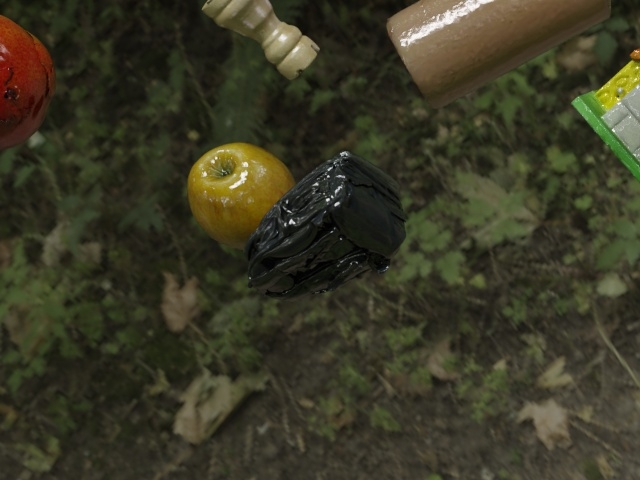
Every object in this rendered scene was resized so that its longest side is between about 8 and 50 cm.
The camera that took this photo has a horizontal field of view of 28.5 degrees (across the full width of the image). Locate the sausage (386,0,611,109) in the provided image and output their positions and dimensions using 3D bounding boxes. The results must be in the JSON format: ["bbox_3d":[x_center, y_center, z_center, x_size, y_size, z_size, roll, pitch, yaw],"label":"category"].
[{"bbox_3d":[0.210,-0.255,1.407,0.253,0.123,0.123,-28,48,12],"label":"sausage"}]

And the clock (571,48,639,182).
[{"bbox_3d":[0.403,-0.129,1.138,0.255,0.106,0.219,-43,79,28],"label":"clock"}]

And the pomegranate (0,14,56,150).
[{"bbox_3d":[-0.489,-0.235,1.834,0.210,0.210,0.235,-29,34,11],"label":"pomegranate"}]

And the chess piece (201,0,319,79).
[{"bbox_3d":[-0.059,-0.224,1.315,0.066,0.122,0.066,-45,13,14],"label":"chess piece"}]

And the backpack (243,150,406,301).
[{"bbox_3d":[0.000,0.000,1.888,0.258,0.206,0.133,-35,43,25],"label":"backpack"}]

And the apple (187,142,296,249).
[{"bbox_3d":[-0.130,-0.076,2.062,0.183,0.155,0.182,-15,44,15],"label":"apple"}]
